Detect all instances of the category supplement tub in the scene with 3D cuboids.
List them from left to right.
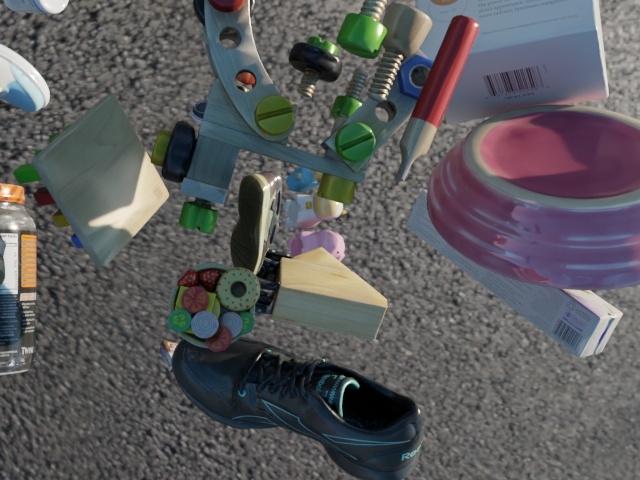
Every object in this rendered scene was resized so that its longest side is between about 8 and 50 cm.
[{"bbox_3d":[-0.620,0.070,1.579,0.207,0.207,0.338,1,87,-30],"label":"supplement tub"},{"bbox_3d":[-0.493,-0.429,1.513,0.071,0.107,0.071,-22,118,-48],"label":"supplement tub"}]

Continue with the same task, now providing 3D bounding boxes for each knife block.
[{"bbox_3d":[-0.045,0.111,1.681,0.242,0.275,0.088,-22,140,-43],"label":"knife block"}]

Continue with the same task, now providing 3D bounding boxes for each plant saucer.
[{"bbox_3d":[0.294,-0.071,1.047,0.332,0.332,0.084,-24,130,-26],"label":"plant saucer"}]

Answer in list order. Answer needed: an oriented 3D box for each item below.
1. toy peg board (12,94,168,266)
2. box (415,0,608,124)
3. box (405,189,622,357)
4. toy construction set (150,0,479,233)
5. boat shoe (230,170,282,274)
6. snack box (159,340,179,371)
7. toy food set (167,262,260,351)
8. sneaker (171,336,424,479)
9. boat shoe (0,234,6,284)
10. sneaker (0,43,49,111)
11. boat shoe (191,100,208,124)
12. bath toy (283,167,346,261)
[{"bbox_3d":[-0.298,-0.075,1.124,0.161,0.079,0.161,-57,132,-44],"label":"toy peg board"},{"bbox_3d":[0.245,-0.355,1.147,0.168,0.214,0.346,43,44,-60],"label":"box"},{"bbox_3d":[0.251,0.036,1.180,0.063,0.324,0.067,-3,122,-45],"label":"box"},{"bbox_3d":[-0.014,-0.095,0.795,0.257,0.308,0.237,24,87,-32],"label":"toy construction set"},{"bbox_3d":[-0.105,-0.024,1.531,0.073,0.080,0.224,-23,138,-36],"label":"boat shoe"},{"bbox_3d":[-0.175,0.202,1.448,0.178,0.064,0.022,13,110,-32],"label":"snack box"},{"bbox_3d":[-0.100,0.061,0.816,0.083,0.020,0.083,12,76,0],"label":"toy food set"},{"bbox_3d":[-0.020,0.143,0.862,0.267,0.106,0.101,20,54,6],"label":"sneaker"},{"bbox_3d":[-0.498,-0.039,1.018,0.113,0.103,0.302,-27,142,14],"label":"boat shoe"},{"bbox_3d":[-0.682,-0.293,1.660,0.319,0.127,0.208,35,54,-33],"label":"sneaker"},{"bbox_3d":[-0.203,-0.286,1.849,0.065,0.183,0.083,-64,151,-29],"label":"boat shoe"},{"bbox_3d":[0.000,0.000,2.076,0.129,0.151,0.349,6,74,-32],"label":"bath toy"}]
